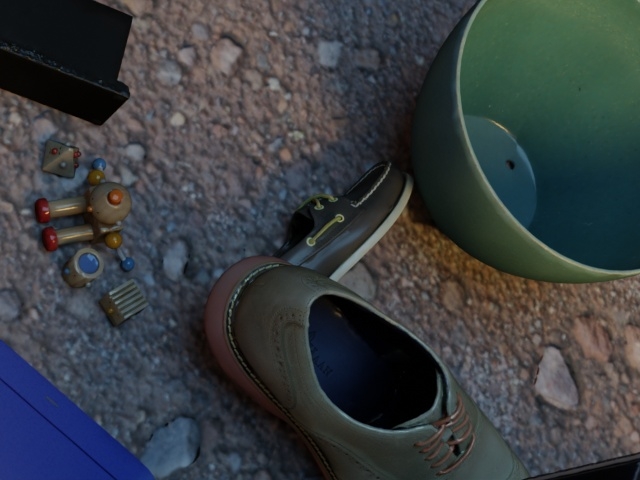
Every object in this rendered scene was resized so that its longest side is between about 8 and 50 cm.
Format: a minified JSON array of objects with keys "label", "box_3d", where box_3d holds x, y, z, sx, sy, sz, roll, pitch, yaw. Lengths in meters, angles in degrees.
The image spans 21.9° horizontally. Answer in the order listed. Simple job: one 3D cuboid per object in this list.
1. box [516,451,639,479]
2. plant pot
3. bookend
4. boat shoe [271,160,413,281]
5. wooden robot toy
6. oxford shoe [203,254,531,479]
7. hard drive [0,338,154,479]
[{"label":"box","box_3d":[0.250,0.420,1.247,0.471,0.480,0.297,30,65,-16]},{"label":"plant pot","box_3d":[0.198,-0.083,1.542,0.290,0.195,0.290,9,69,-26]},{"label":"bookend","box_3d":[-0.233,-0.205,1.433,0.156,0.072,0.157,20,65,-22]},{"label":"boat shoe","box_3d":[0.000,0.000,1.482,0.069,0.081,0.228,46,62,-12]},{"label":"wooden robot toy","box_3d":[-0.190,-0.017,1.391,0.076,0.079,0.173,-12,80,-30]},{"label":"oxford shoe","box_3d":[0.072,0.165,1.399,0.397,0.146,0.140,40,73,-27]},{"label":"hard drive","box_3d":[-0.289,0.217,1.230,0.210,0.040,0.319,42,45,-2]}]
